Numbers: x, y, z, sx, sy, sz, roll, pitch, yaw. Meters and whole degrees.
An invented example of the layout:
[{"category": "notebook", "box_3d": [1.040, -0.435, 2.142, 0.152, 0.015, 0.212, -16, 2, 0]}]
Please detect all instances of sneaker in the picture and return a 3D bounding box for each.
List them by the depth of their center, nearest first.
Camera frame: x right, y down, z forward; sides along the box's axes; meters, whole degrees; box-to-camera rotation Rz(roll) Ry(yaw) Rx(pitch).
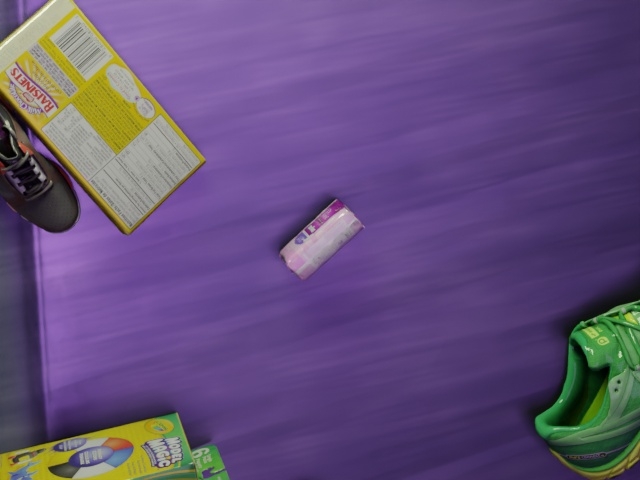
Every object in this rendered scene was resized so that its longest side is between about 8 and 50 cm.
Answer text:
[{"category": "sneaker", "box_3d": [-0.275, -0.066, 1.205, 0.061, 0.065, 0.158, -38, 109, -2]}, {"category": "sneaker", "box_3d": [0.330, 0.112, 1.377, 0.123, 0.109, 0.295, 29, 96, -23]}]

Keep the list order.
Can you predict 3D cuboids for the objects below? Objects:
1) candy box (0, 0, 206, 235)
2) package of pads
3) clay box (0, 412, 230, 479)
[{"category": "candy box", "box_3d": [-0.207, -0.114, 1.219, 0.105, 0.027, 0.206, -44, 110, -14]}, {"category": "package of pads", "box_3d": [0.000, 0.000, 1.298, 0.083, 0.050, 0.032, -42, 110, 0]}, {"category": "clay box", "box_3d": [-0.202, 0.224, 1.266, 0.222, 0.127, 0.053, -13, 107, -11]}]
